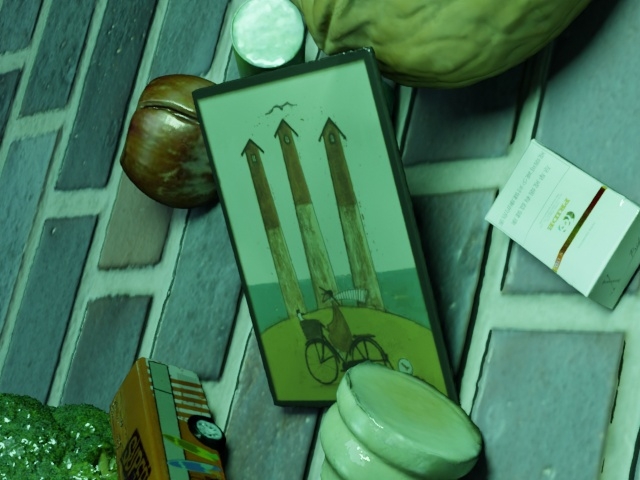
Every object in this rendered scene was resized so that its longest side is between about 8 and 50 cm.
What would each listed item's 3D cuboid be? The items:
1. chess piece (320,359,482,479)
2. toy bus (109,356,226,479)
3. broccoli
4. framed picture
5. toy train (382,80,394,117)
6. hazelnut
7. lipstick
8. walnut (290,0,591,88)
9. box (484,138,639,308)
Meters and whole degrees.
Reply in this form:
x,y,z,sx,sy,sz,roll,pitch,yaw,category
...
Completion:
x,y,z,sx,sy,sz,roll,pitch,yaw,category
0.027,0.240,1.267,0.243,0.133,0.133,-62,35,20,chess piece
-0.136,0.263,1.429,0.093,0.092,0.409,-58,25,19,toy bus
-0.343,0.308,1.603,0.321,0.303,0.283,-14,92,51,broccoli
0.000,0.000,1.351,0.244,0.013,0.324,-7,101,46,framed picture
0.005,-0.056,1.468,0.159,0.101,0.248,-14,60,38,toy train
-0.154,-0.112,1.677,0.143,0.143,0.154,40,112,53,hazelnut
-0.052,-0.189,1.493,0.304,0.076,0.076,-162,94,-89,lipstick
0.109,-0.281,1.292,0.313,0.277,0.252,-45,19,11,walnut
0.208,-0.017,1.226,0.084,0.040,0.154,-58,38,9,box
